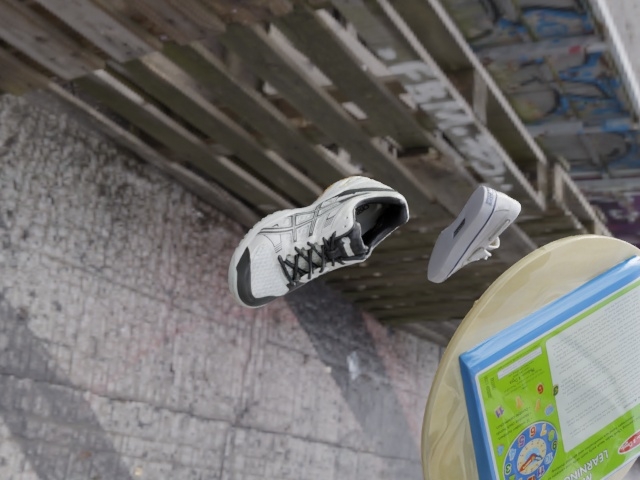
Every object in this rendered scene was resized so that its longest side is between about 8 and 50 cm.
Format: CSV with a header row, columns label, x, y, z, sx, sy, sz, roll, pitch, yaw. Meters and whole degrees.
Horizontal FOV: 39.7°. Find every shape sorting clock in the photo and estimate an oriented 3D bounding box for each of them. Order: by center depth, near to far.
label,x,y,z,sx,sy,sz,roll,pitch,yaw
shape sorting clock,0.144,0.096,0.543,0.206,0.040,0.206,-8,106,-29

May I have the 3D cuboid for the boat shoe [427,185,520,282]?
label,x,y,z,sx,sy,sz,roll,pitch,yaw
boat shoe,0.107,0.001,0.619,0.100,0.035,0.035,119,-15,-48

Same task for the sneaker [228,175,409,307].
label,x,y,z,sx,sy,sz,roll,pitch,yaw
sneaker,0.000,0.000,0.364,0.083,0.037,0.032,-37,119,-20
